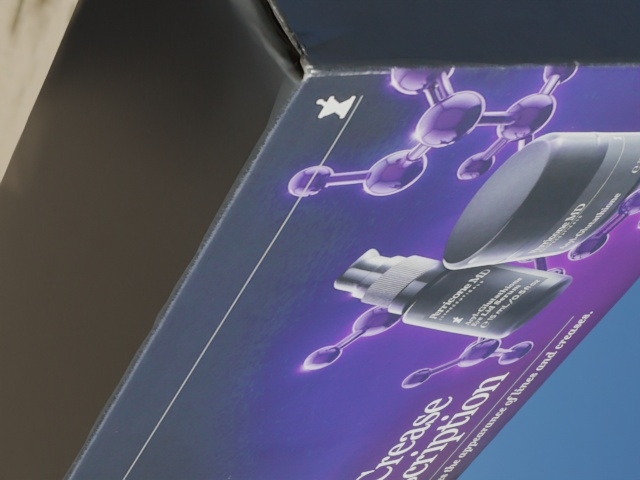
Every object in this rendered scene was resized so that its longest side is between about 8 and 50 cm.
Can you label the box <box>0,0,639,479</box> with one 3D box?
[{"bbox_3d":[0.000,0.000,0.509,0.261,0.184,0.103,-57,-133,43],"label":"box"}]
